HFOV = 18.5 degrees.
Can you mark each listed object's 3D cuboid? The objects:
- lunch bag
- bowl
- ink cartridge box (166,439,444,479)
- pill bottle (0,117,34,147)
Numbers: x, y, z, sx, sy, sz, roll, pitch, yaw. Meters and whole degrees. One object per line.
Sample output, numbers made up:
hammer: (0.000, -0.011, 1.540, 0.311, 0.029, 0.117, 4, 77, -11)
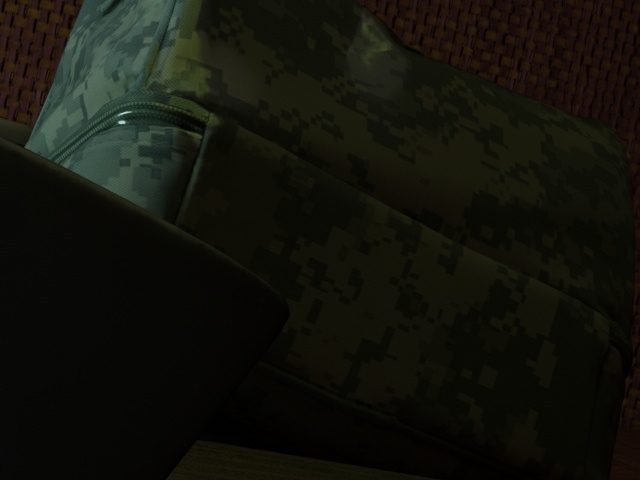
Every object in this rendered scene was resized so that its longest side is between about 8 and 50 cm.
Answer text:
lunch bag: (0.000, 0.000, 0.942, 0.305, 0.256, 0.212, 26, -29, -21)
bowl: (-0.178, 0.035, 0.431, 0.311, 0.163, 0.311, 20, -8, 3)
ink cartridge box: (0.030, 0.133, 0.674, 0.234, 0.088, 0.193, 13, 1, -26)
pill bottle: (-0.285, 0.007, 1.438, 0.119, 0.209, 0.119, 12, 0, 0)
